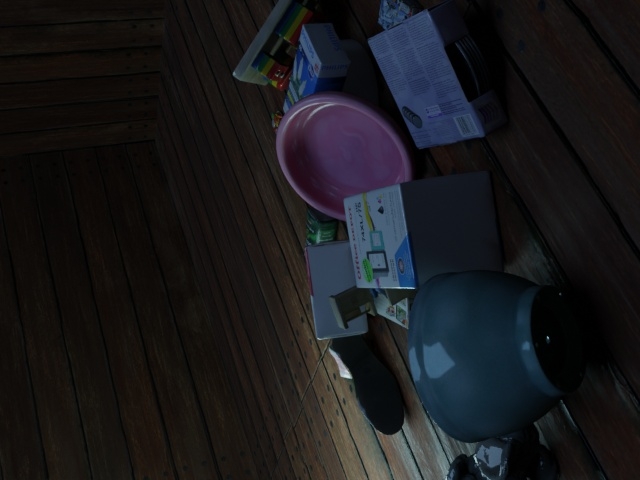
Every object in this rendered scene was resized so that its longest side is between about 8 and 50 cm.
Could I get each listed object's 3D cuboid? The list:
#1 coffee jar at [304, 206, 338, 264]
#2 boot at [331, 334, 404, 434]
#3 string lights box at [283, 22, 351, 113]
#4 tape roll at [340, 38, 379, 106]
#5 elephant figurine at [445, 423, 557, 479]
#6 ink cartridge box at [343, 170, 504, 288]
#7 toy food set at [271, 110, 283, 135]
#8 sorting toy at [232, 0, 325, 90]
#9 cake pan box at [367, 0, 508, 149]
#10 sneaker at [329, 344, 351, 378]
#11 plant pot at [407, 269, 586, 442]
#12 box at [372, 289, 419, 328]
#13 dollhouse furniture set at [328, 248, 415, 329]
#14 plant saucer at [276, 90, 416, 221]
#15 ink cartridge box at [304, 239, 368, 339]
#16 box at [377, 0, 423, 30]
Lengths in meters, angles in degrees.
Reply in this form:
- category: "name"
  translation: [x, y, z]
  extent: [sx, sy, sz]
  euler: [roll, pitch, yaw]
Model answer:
- category: "coffee jar"
  translation: [0.000, 0.000, 2.295]
  extent: [0.096, 0.079, 0.185]
  euler: [-128, 35, -51]
- category: "boot"
  translation: [0.136, 0.368, 2.122]
  extent: [0.305, 0.112, 0.115]
  euler: [61, -178, 32]
- category: "string lights box"
  translation: [-0.012, -0.357, 1.902]
  extent: [0.260, 0.076, 0.133]
  euler: [108, 147, -50]
- category: "tape roll"
  translation: [0.038, -0.350, 2.024]
  extent: [0.286, 0.100, 0.287]
  euler: [170, 90, -70]
- category: "elephant figurine"
  translation: [0.344, 0.393, 1.505]
  extent: [0.186, 0.169, 0.239]
  euler: [40, 126, 17]
- category: "ink cartridge box"
  translation: [0.195, -0.015, 1.624]
  extent: [0.270, 0.197, 0.198]
  euler: [170, 91, -69]
- category: "toy food set"
  translation: [-0.131, -0.361, 2.560]
  extent: [0.082, 0.020, 0.083]
  euler: [-152, 55, -64]
- category: "sorting toy"
  translation: [-0.082, -0.491, 2.063]
  extent: [0.257, 0.089, 0.255]
  euler: [-55, -5, 13]
- category: "cake pan box"
  translation: [0.213, -0.303, 1.537]
  extent: [0.246, 0.070, 0.267]
  euler: [61, 162, -11]
- category: "sneaker"
  translation: [0.062, 0.344, 2.317]
  extent: [0.134, 0.050, 0.070]
  euler: [31, 122, 58]
- category: "plant pot"
  translation: [0.310, 0.176, 1.356]
  extent: [0.196, 0.293, 0.293]
  euler: [-20, 79, 42]
- category: "box"
  translation: [0.174, 0.132, 1.964]
  extent: [0.207, 0.036, 0.114]
  euler: [-157, 60, -66]
- category: "dollhouse furniture set"
  translation: [0.087, 0.090, 1.825]
  extent: [0.129, 0.183, 0.129]
  euler: [12, 125, 67]
- category: "plant saucer"
  translation: [0.063, -0.193, 1.845]
  extent: [0.332, 0.084, 0.332]
  euler: [17, 133, 19]
- category: "ink cartridge box"
  translation: [0.037, 0.113, 2.048]
  extent: [0.306, 0.131, 0.226]
  euler: [-24, -75, -88]
- category: "box"
  translation: [0.167, -0.476, 1.738]
  extent: [0.137, 0.027, 0.094]
  euler: [-121, 29, -44]
